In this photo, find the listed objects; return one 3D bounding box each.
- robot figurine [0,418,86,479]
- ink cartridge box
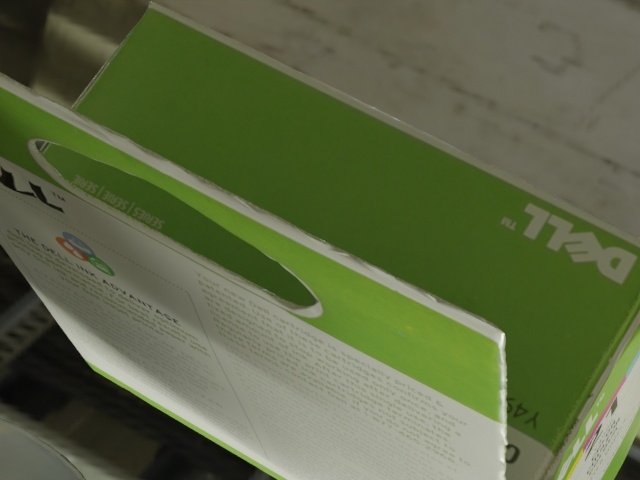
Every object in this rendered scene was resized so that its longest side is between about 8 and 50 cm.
[{"bbox_3d":[-0.109,0.192,0.520,0.353,0.300,0.200,55,-157,-23],"label":"robot figurine"},{"bbox_3d":[0.000,0.000,0.478,0.188,0.255,0.097,28,-108,18],"label":"ink cartridge box"}]
